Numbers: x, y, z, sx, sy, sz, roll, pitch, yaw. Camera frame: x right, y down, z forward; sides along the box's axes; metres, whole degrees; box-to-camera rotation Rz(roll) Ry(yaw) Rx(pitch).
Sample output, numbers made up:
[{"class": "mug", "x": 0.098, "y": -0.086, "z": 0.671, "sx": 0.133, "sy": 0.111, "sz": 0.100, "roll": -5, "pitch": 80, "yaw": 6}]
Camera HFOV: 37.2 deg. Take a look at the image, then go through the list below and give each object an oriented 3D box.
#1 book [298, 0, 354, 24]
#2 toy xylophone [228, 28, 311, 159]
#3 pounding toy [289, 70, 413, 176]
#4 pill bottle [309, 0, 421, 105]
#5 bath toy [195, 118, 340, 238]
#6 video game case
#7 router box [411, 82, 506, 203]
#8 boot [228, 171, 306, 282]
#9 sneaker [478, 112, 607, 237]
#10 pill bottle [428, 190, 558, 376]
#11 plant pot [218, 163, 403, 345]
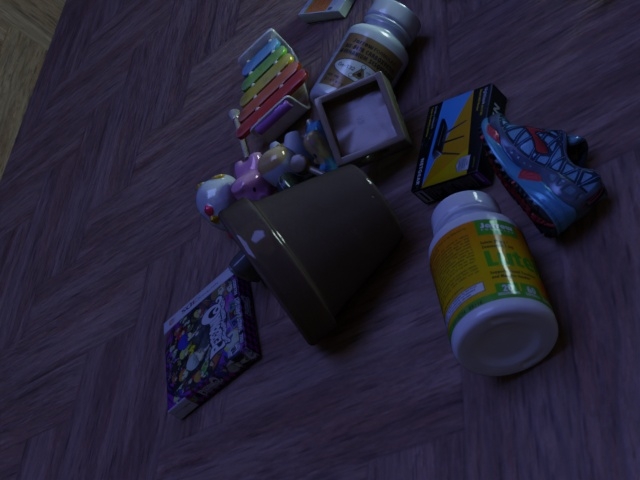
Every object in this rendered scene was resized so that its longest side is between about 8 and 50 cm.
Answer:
[{"class": "book", "x": 0.025, "y": -0.539, "z": 2.137, "sx": 0.144, "sy": 0.035, "sz": 0.096, "roll": 9, "pitch": 64, "yaw": 53}, {"class": "toy xylophone", "x": -0.123, "y": -0.312, "z": 2.067, "sx": 0.236, "sy": 0.081, "sz": 0.322, "roll": -45, "pitch": 34, "yaw": 14}, {"class": "pounding toy", "x": 0.049, "y": -0.164, "z": 1.657, "sx": 0.206, "sy": 0.094, "sz": 0.181, "roll": -21, "pitch": 82, "yaw": 13}, {"class": "pill bottle", "x": 0.090, "y": -0.332, "z": 1.781, "sx": 0.131, "sy": 0.131, "sz": 0.229, "roll": 18, "pitch": 75, "yaw": 55}, {"class": "bath toy", "x": -0.108, "y": -0.109, "z": 1.839, "sx": 0.348, "sy": 0.151, "sz": 0.129, "roll": -26, "pitch": 77, "yaw": 35}, {"class": "video game case", "x": -0.207, "y": 0.183, "z": 1.762, "sx": 0.210, "sy": 0.042, "sz": 0.232, "roll": -40, "pitch": 36, "yaw": 22}, {"class": "router box", "x": 0.224, "y": -0.156, "z": 1.537, "sx": 0.133, "sy": 0.046, "sz": 0.179, "roll": -17, "pitch": 48, "yaw": 42}, {"class": "boot", "x": -0.087, "y": -0.018, "z": 1.690, "sx": 0.208, "sy": 0.190, "sz": 0.076, "roll": -36, "pitch": 61, "yaw": 13}, {"class": "sneaker", "x": 0.320, "y": -0.109, "z": 1.359, "sx": 0.125, "sy": 0.104, "sz": 0.262, "roll": -30, "pitch": 41, "yaw": 4}, {"class": "pill bottle", "x": 0.220, "y": 0.048, "z": 1.277, "sx": 0.136, "sy": 0.136, "sz": 0.245, "roll": -37, "pitch": 37, "yaw": 24}, {"class": "plant pot", "x": 0.000, "y": 0.000, "z": 1.527, "sx": 0.229, "sy": 0.263, "sz": 0.263, "roll": -36, "pitch": 33, "yaw": -5}]
